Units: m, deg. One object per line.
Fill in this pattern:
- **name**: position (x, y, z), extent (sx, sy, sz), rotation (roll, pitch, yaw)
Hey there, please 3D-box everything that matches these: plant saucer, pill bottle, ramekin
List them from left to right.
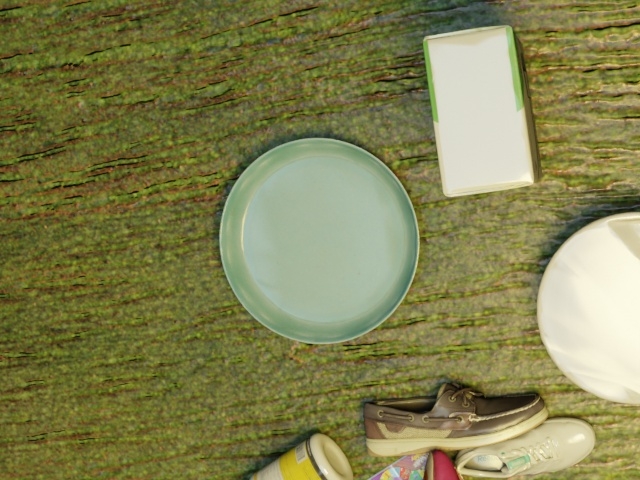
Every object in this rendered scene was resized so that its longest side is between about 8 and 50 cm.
- **pill bottle**: position (-0.047, 0.387, 1.923), extent (0.184, 0.103, 0.103), rotation (-35, 86, 16)
- **plant saucer**: position (0.000, 0.000, 1.906), extent (0.318, 0.044, 0.317), rotation (2, 96, 15)
- **ramekin**: position (0.449, 0.089, 1.750), extent (0.273, 0.127, 0.273), rotation (2, 96, 16)

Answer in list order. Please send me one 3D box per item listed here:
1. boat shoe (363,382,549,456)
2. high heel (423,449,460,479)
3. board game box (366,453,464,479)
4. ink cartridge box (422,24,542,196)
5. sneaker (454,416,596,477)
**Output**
- **boat shoe**: position (0.195, 0.259, 1.849), extent (0.285, 0.103, 0.092), rotation (-13, 96, 22)
- **high heel**: position (0.255, 0.478, 1.836), extent (0.181, 0.127, 0.377), rotation (-9, 106, 1)
- **board game box**: position (0.144, 0.406, 1.909), extent (0.169, 0.033, 0.133), rotation (-35, 86, 15)
- **ink cartridge box**: position (0.229, -0.175, 1.702), extent (0.121, 0.289, 0.211), rotation (-8, 93, 13)
- **sneaker**: position (0.302, 0.320, 1.827), extent (0.212, 0.094, 0.080), rotation (-16, 89, 16)
